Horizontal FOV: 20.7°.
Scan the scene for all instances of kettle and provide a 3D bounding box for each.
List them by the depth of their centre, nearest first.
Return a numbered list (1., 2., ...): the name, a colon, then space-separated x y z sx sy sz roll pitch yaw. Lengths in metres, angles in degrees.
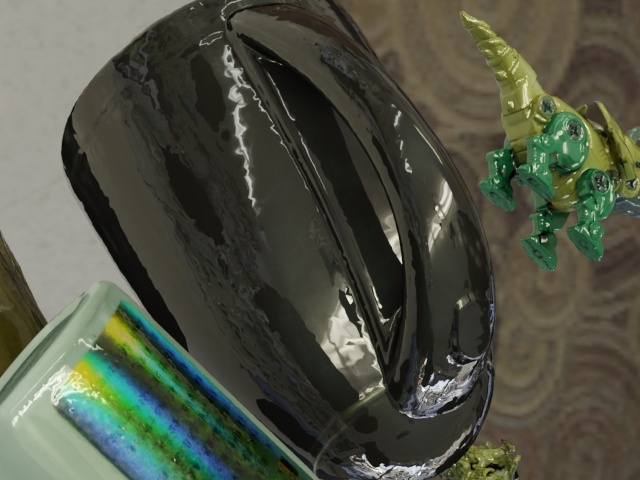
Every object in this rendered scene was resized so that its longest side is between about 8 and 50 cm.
1. kettle: 0.000 0.000 1.019 0.207 0.290 0.268 -16 149 -26

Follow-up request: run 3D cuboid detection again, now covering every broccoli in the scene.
1. broccoli: 0.117 0.165 1.091 0.092 0.097 0.095 -4 62 -13

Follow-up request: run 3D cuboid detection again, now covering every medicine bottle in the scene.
1. medicine bottle: -0.057 0.134 0.833 0.229 0.083 0.121 44 34 -10

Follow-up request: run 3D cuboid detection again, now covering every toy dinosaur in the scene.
1. toy dinosaur: 0.194 -0.086 1.510 0.259 0.094 0.153 41 57 -22

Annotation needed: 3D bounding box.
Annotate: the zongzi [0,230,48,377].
1. zongzi: -0.270 -0.047 1.219 0.393 0.356 0.174 -54 163 2
